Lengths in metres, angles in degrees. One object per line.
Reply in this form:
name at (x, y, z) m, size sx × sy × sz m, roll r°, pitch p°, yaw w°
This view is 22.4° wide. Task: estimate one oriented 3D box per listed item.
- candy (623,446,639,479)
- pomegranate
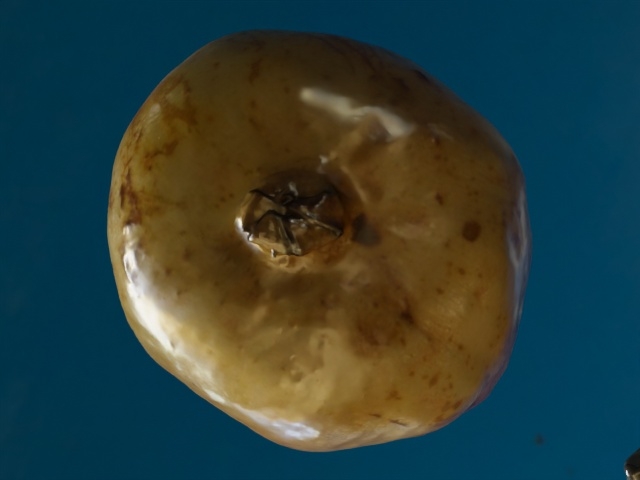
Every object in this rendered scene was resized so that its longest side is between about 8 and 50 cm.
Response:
candy at (0.201, 0.109, 0.487) m, size 0.137 × 0.185 × 0.195 m, roll -27°, pitch -19°, yaw 37°
pomegranate at (0.000, 0.000, 0.884) m, size 0.248 × 0.248 × 0.248 m, roll -4°, pitch -51°, yaw -5°
